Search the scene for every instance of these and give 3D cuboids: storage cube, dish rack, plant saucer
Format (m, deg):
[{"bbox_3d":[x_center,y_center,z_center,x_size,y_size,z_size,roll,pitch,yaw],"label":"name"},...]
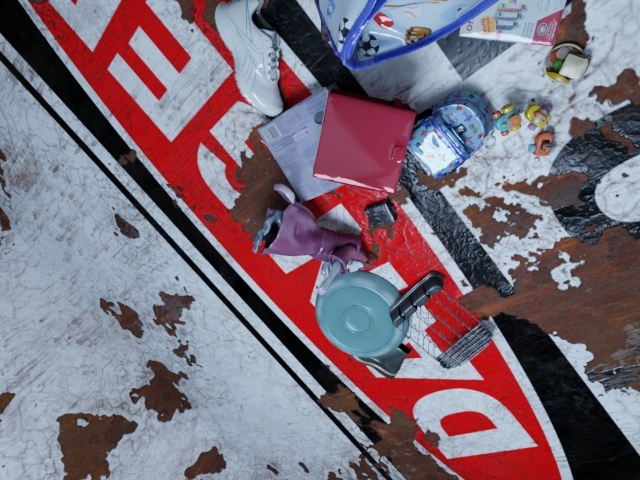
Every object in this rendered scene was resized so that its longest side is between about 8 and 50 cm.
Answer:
[{"bbox_3d":[0.095,-0.233,1.083,0.193,0.184,0.215,13,112,-1],"label":"storage cube"},{"bbox_3d":[0.361,0.250,1.382,0.271,0.074,0.208,40,114,-9],"label":"dish rack"},{"bbox_3d":[0.124,0.249,1.505,0.317,0.043,0.318,7,112,19],"label":"plant saucer"}]

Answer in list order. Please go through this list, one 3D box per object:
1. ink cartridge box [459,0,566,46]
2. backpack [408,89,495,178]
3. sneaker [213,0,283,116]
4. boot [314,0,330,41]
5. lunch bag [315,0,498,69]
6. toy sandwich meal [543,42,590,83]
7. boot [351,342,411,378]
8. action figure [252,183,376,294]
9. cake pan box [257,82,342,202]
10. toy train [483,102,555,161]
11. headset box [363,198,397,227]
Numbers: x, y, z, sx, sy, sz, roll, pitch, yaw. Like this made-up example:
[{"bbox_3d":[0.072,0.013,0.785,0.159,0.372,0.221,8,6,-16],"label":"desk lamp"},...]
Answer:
[{"bbox_3d":[0.369,-0.455,0.888,0.176,0.127,0.128,15,127,19],"label":"ink cartridge box"},{"bbox_3d":[0.304,-0.248,1.072,0.173,0.117,0.158,-31,104,36],"label":"backpack"},{"bbox_3d":[-0.156,-0.460,1.174,0.129,0.111,0.297,-10,117,26],"label":"sneaker"},{"bbox_3d":[0.038,-0.509,1.061,0.106,0.037,0.114,14,145,22],"label":"boot"},{"bbox_3d":[0.143,-0.519,0.778,0.385,0.238,0.328,-28,68,28],"label":"lunch bag"},{"bbox_3d":[0.500,-0.358,0.951,0.085,0.029,0.086,13,127,19],"label":"toy sandwich meal"},{"bbox_3d":[0.198,0.367,1.586,0.197,0.077,0.137,27,121,1],"label":"boot"},{"bbox_3d":[0.000,0.000,1.369,0.369,0.248,0.276,12,97,-16],"label":"action figure"},{"bbox_3d":[-0.013,-0.253,1.264,0.266,0.070,0.246,-21,108,36],"label":"cake pan box"},{"bbox_3d":[0.447,-0.233,1.015,0.166,0.046,0.125,4,113,-9],"label":"toy train"},{"bbox_3d":[0.172,-0.076,1.311,0.083,0.032,0.062,-15,113,36],"label":"headset box"}]
